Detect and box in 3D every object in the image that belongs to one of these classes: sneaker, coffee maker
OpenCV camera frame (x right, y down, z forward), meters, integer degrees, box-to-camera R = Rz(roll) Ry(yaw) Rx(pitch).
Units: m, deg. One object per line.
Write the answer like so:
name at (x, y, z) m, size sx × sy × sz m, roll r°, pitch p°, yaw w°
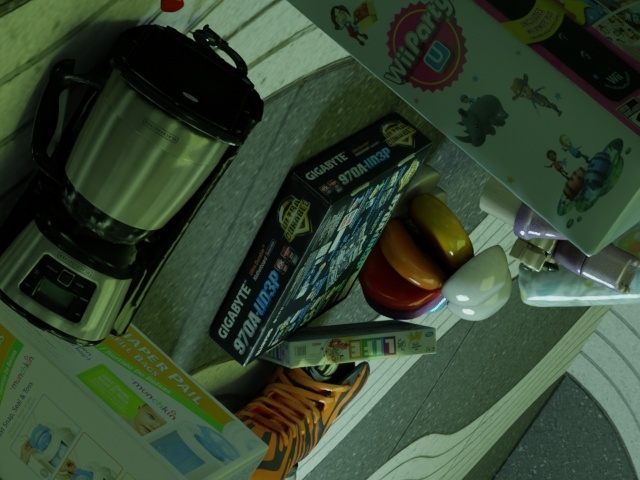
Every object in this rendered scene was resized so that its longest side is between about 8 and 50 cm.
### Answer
sneaker at (-0.048, 0.172, 1.926) m, size 0.180 × 0.124 × 0.321 m, roll -55°, pitch 175°, yaw 6°
coffee maker at (-0.118, -0.036, 1.190) m, size 0.178 × 0.120 × 0.171 m, roll -55°, pitch 165°, yaw 20°

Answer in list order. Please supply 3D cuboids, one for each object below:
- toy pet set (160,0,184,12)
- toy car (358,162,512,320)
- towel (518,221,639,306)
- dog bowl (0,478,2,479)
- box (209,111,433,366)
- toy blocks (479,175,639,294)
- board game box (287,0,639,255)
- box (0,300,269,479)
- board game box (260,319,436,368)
toy pet set at (-0.055, -0.205, 1.121) m, size 0.114 × 0.065 × 0.122 m, roll -12°, pitch 156°, yaw -3°
toy car at (0.101, 0.021, 1.875) m, size 0.136 × 0.159 × 0.182 m, roll -39°, pitch 165°, yaw -1°
towel at (0.402, -0.082, 2.015) m, size 0.090 × 0.320 × 0.374 m, roll 57°, pitch 39°, yaw -38°
dog bowl at (-0.239, 0.288, 1.402) m, size 0.265 × 0.104 × 0.265 m, roll -46°, pitch -155°, yaw 29°
box at (0.000, 0.000, 1.734) m, size 0.175 × 0.051 × 0.220 m, roll -33°, pitch 158°, yaw -48°
toy blocks at (0.343, -0.065, 1.741) m, size 0.309 × 0.260 × 0.288 m, roll -65°, pitch 156°, yaw 7°
board game box at (0.144, -0.152, 1.292) m, size 0.224 × 0.303 × 0.097 m, roll -31°, pitch 156°, yaw -50°
box at (-0.158, 0.131, 1.316) m, size 0.103 × 0.203 × 0.114 m, roll -56°, pitch 165°, yaw 25°
board game box at (0.025, 0.101, 1.848) m, size 0.154 × 0.026 × 0.103 m, roll -4°, pitch -176°, yaw -20°
